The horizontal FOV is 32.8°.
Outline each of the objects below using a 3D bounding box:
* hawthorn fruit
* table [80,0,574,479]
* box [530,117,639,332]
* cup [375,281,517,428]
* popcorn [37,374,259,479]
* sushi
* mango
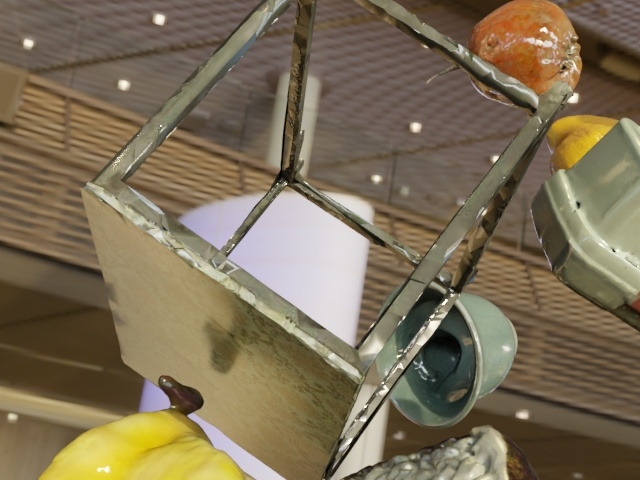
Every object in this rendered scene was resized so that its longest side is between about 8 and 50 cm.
[{"bbox_3d":[0.246,-0.247,1.393,0.189,0.149,0.149,23,-12,21],"label":"hawthorn fruit"},{"bbox_3d":[0.000,0.000,0.861,0.222,0.272,0.335,34,-24,10],"label":"table"},{"bbox_3d":[0.299,0.003,0.947,0.210,0.148,0.129,30,-64,-20],"label":"box"},{"bbox_3d":[0.191,0.145,1.485,0.150,0.199,0.199,-6,-4,-40],"label":"cup"},{"bbox_3d":[-0.054,0.276,0.777,0.315,0.281,0.297,17,-14,27],"label":"popcorn"},{"bbox_3d":[0.133,0.387,1.345,0.348,0.234,0.207,-21,-64,32],"label":"sushi"},{"bbox_3d":[0.448,-0.112,1.686,0.186,0.144,0.359,15,23,3],"label":"mango"}]
